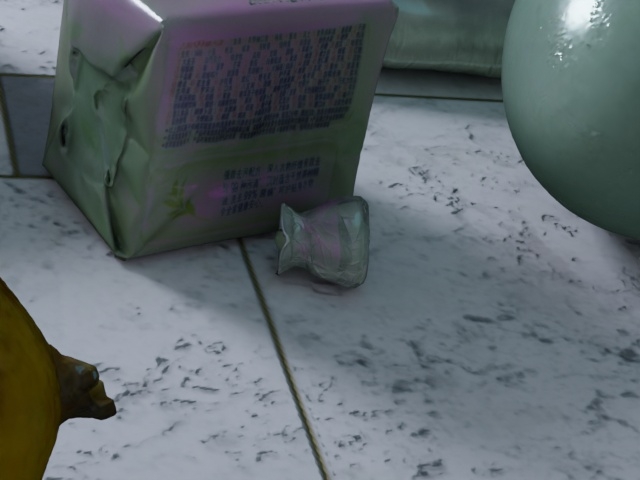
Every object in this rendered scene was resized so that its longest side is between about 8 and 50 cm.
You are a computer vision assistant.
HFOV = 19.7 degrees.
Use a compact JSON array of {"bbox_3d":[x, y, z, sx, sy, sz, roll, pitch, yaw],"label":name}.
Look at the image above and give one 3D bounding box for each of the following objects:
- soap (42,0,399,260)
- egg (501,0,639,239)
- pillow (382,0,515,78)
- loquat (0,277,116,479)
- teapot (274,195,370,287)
[{"bbox_3d":[-0.075,-0.106,1.283,0.199,0.182,0.138,-10,38,-34],"label":"soap"},{"bbox_3d":[0.287,-0.144,1.384,0.276,0.276,0.389,26,36,20],"label":"egg"},{"bbox_3d":[0.067,-0.196,1.570,0.254,0.078,0.144,4,35,-14],"label":"pillow"},{"bbox_3d":[-0.221,0.084,0.922,0.246,0.213,0.213,-4,36,-27],"label":"loquat"},{"bbox_3d":[0.000,0.000,1.269,0.064,0.064,0.083,2,0,-4],"label":"teapot"}]
